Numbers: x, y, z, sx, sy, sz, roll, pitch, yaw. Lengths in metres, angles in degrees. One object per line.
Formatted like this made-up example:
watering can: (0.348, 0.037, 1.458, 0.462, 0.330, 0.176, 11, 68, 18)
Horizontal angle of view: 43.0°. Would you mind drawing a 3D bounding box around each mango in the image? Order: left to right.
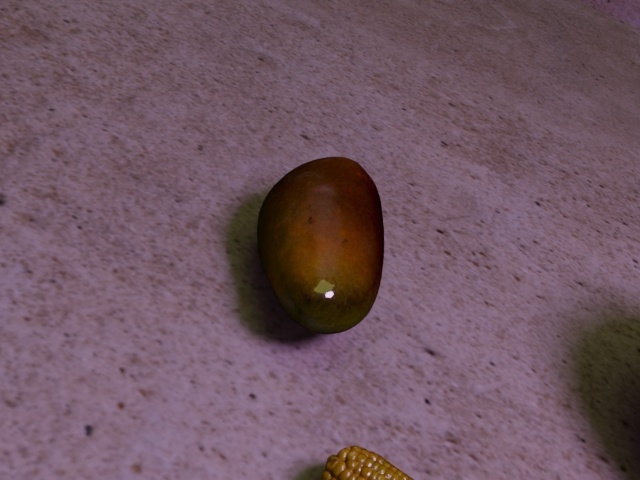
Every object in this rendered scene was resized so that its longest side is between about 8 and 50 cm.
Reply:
mango: (0.000, 0.000, 0.824, 0.133, 0.111, 0.267, 32, 31, -16)

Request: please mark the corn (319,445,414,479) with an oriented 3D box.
corn: (0.086, 0.230, 0.616, 0.207, 0.068, 0.068, 36, 37, 14)
